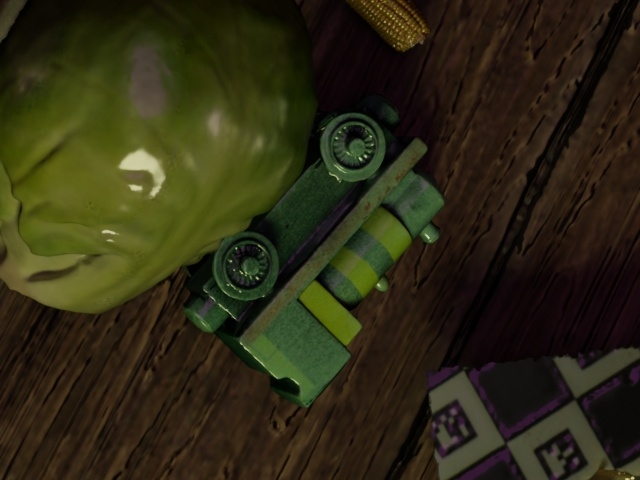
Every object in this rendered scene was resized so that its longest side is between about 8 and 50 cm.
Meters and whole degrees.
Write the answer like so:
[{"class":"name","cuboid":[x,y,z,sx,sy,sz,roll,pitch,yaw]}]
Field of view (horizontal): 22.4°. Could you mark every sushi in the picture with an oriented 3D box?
[{"class":"sushi","cuboid":[0.214,0.211,1.125,0.294,0.059,0.292,-3,88,-12]}]

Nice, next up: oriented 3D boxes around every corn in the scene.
[{"class":"corn","cuboid":[0.038,-0.169,1.121,0.037,0.037,0.092,-44,95,-11]}]

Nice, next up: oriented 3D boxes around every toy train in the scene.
[{"class":"toy train","cuboid":[0.000,0.000,1.086,0.132,0.083,0.200,46,79,-17]}]

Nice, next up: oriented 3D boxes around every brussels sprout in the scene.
[{"class":"brussels sprout","cuboid":[-0.118,-0.081,0.993,0.244,0.244,0.244,1,87,-12]}]

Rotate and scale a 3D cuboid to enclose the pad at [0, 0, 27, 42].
[{"class":"pad","cuboid":[-0.258,-0.227,0.985,0.286,0.018,0.284,25,80,29]}]
